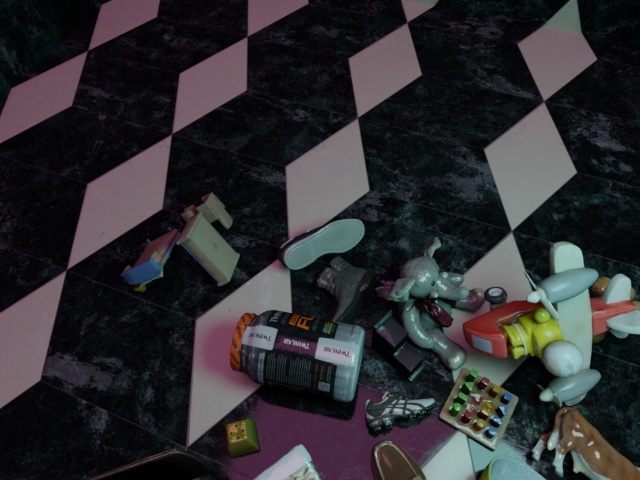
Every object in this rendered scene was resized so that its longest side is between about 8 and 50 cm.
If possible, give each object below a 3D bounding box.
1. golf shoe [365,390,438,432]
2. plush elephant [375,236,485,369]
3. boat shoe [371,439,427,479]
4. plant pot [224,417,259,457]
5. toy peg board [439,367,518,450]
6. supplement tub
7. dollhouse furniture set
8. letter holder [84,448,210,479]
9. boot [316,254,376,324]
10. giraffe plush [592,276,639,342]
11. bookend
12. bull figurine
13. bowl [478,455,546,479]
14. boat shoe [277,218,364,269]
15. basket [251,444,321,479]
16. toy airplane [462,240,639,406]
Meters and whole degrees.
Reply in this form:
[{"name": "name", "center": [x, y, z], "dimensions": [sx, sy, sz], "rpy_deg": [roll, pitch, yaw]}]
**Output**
[{"name": "golf shoe", "center": [0.214, 0.440, 1.326], "dimensions": [0.198, 0.077, 0.093], "rpy_deg": [-14, 57, -7]}, {"name": "plush elephant", "center": [0.313, 0.147, 1.402], "dimensions": [0.330, 0.255, 0.272], "rpy_deg": [27, 63, 19]}, {"name": "boat shoe", "center": [0.229, 0.625, 1.180], "dimensions": [0.123, 0.116, 0.324], "rpy_deg": [-26, 59, -13]}, {"name": "plant pot", "center": [-0.212, 0.512, 1.300], "dimensions": [0.081, 0.083, 0.081], "rpy_deg": [-13, 58, -5]}, {"name": "toy peg board", "center": [0.427, 0.436, 1.315], "dimensions": [0.161, 0.079, 0.161], "rpy_deg": [28, 63, 20]}, {"name": "supplement tub", "center": [-0.060, 0.306, 1.351], "dimensions": [0.338, 0.207, 0.207], "rpy_deg": [9, 58, 9]}, {"name": "dollhouse furniture set", "center": [-0.445, 0.047, 1.629], "dimensions": [0.303, 0.198, 0.286], "rpy_deg": [-24, 29, 24]}, {"name": "letter holder", "center": [-0.357, 0.600, 1.121], "dimensions": [0.215, 0.301, 0.152], "rpy_deg": [-18, 58, -9]}, {"name": "boot", "center": [0.052, 0.164, 1.524], "dimensions": [0.161, 0.083, 0.246], "rpy_deg": [21, 55, 24]}, {"name": "giraffe plush", "center": [0.766, 0.216, 1.382], "dimensions": [0.171, 0.210, 0.181], "rpy_deg": [-27, 84, -8]}, {"name": "bookend", "center": [0.223, 0.294, 1.372], "dimensions": [0.072, 0.157, 0.156], "rpy_deg": [-40, 63, -20]}, {"name": "bull figurine", "center": [0.680, 0.563, 1.204], "dimensions": [0.188, 0.101, 0.310], "rpy_deg": [-35, 62, -16]}, {"name": "bowl", "center": [0.446, 0.653, 1.107], "dimensions": [0.289, 0.289, 0.156], "rpy_deg": [46, 113, 27]}, {"name": "boat shoe", "center": [0.000, 0.000, 1.609], "dimensions": [0.303, 0.114, 0.091], "rpy_deg": [-19, 18, -23]}, {"name": "basket", "center": [-0.093, 0.659, 1.060], "dimensions": [0.331, 0.328, 0.266], "rpy_deg": [-33, 65, -18]}, {"name": "toy airplane", "center": [0.606, 0.229, 1.220], "dimensions": [0.386, 0.384, 0.272], "rpy_deg": [32, 32, -5]}]
